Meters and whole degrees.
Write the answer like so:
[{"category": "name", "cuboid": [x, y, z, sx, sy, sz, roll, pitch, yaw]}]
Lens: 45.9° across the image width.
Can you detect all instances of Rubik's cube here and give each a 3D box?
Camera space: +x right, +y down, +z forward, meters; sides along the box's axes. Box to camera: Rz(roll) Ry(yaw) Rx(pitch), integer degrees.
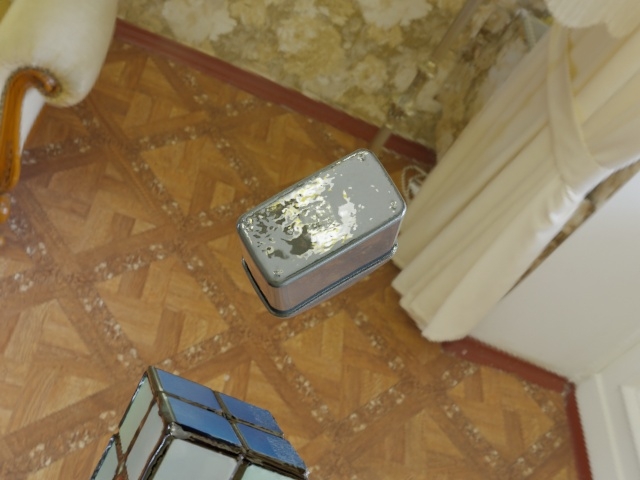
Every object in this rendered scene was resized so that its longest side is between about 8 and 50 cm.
[{"category": "Rubik's cube", "cuboid": [-0.140, 0.267, 0.816, 0.167, 0.180, 0.183, 27, 3, -22]}]

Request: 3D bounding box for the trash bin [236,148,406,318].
[{"category": "trash bin", "cuboid": [0.000, 0.000, 0.830, 0.177, 0.236, 0.101, -28, 79, -7]}]
